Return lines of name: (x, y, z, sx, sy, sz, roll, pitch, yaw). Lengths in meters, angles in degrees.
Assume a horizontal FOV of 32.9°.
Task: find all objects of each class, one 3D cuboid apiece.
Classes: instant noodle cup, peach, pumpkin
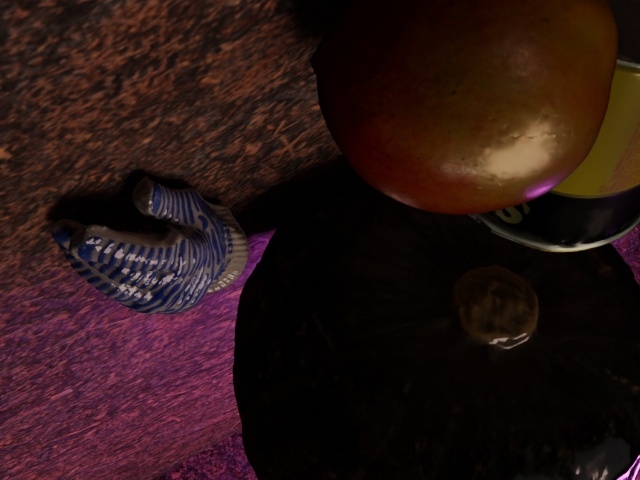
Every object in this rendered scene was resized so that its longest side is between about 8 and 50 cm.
instant noodle cup: (0.217, -0.133, 0.894, 0.216, 0.215, 0.236, -26, 157, -18)
peach: (0.088, -0.108, 0.719, 0.197, 0.197, 0.197, -28, 167, -7)
pumpkin: (0.124, 0.137, 1.112, 0.455, 0.454, 0.344, -24, 162, -24)

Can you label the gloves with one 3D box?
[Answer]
gloves: (-0.129, 0.005, 0.884, 0.229, 0.097, 0.119, 6, 113, -61)
